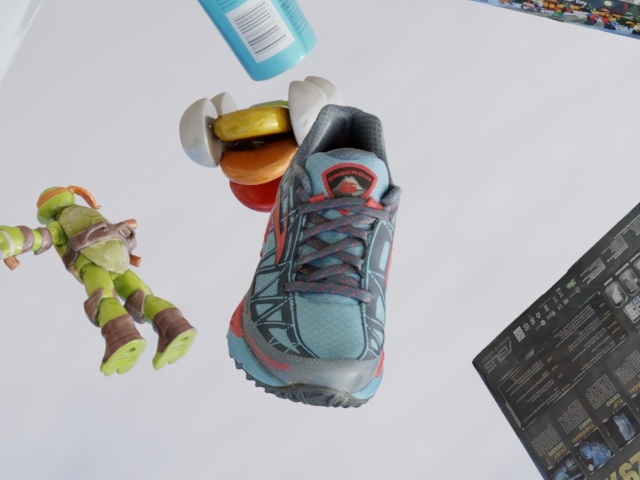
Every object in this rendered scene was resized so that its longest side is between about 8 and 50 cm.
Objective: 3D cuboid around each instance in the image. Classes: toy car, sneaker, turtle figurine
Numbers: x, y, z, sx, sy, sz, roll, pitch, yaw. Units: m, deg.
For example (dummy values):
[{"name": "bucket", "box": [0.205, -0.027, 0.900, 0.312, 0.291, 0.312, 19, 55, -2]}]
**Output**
[{"name": "toy car", "box": [-0.055, -0.098, 1.932, 0.159, 0.136, 0.182, -10, -173, 13]}, {"name": "sneaker", "box": [0.000, 0.000, 1.186, 0.262, 0.104, 0.125, -88, -171, -55]}, {"name": "turtle figurine", "box": [-0.204, 0.021, 1.705, 0.087, 0.217, 0.269, -44, 158, 17]}]

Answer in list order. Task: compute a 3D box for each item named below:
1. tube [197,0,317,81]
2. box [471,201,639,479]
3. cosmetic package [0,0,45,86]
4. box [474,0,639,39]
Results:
[{"name": "tube", "box": [-0.074, -0.199, 1.161, 0.080, 0.207, 0.052, -43, -153, -22]}, {"name": "box", "box": [0.246, 0.103, 1.414, 0.059, 0.183, 0.233, -7, 148, -45]}, {"name": "cosmetic package", "box": [-0.387, -0.270, 1.346, 0.329, 0.327, 0.394, -59, -155, 17]}, {"name": "box", "box": [0.184, -0.251, 1.193, 0.044, 0.159, 0.233, 92, 13, -66]}]
